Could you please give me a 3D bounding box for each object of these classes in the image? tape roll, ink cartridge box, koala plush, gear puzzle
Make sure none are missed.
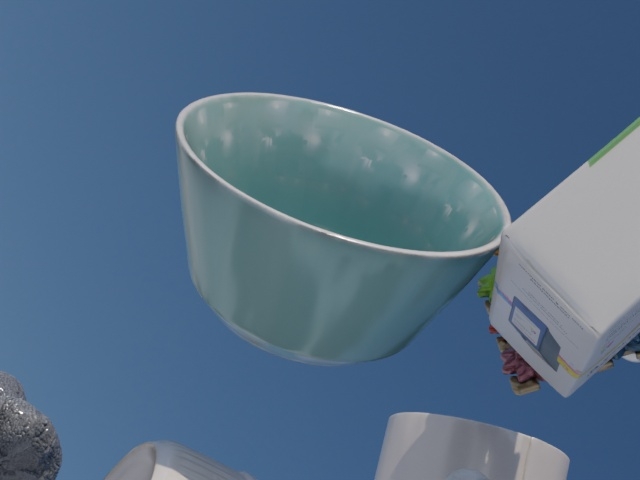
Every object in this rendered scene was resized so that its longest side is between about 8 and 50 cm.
[{"bbox_3d":[0.188,0.338,1.541,0.246,0.246,0.169,-18,-128,58],"label":"tape roll"},{"bbox_3d":[0.203,0.011,0.821,0.093,0.154,0.212,48,-8,15],"label":"ink cartridge box"},{"bbox_3d":[-0.433,0.242,1.542,0.196,0.203,0.221,53,7,-28],"label":"koala plush"},{"bbox_3d":[0.266,0.045,1.354,0.339,0.175,0.044,-96,167,-63],"label":"gear puzzle"}]

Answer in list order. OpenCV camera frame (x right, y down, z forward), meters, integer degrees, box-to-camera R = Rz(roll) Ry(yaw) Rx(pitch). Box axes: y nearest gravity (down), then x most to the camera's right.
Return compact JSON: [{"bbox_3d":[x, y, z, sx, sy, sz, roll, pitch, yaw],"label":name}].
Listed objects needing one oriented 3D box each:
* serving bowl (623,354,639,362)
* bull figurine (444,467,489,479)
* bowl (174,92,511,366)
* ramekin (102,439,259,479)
[{"bbox_3d":[0.475,0.152,1.826,0.083,0.027,0.083,33,-45,41],"label":"serving bowl"},{"bbox_3d":[0.064,0.314,1.011,0.310,0.101,0.188,-36,-137,48],"label":"bull figurine"},{"bbox_3d":[0.000,0.000,1.092,0.311,0.311,0.163,44,-55,42],"label":"bowl"},{"bbox_3d":[-0.145,0.269,1.017,0.109,0.207,0.207,37,-29,-16],"label":"ramekin"}]
